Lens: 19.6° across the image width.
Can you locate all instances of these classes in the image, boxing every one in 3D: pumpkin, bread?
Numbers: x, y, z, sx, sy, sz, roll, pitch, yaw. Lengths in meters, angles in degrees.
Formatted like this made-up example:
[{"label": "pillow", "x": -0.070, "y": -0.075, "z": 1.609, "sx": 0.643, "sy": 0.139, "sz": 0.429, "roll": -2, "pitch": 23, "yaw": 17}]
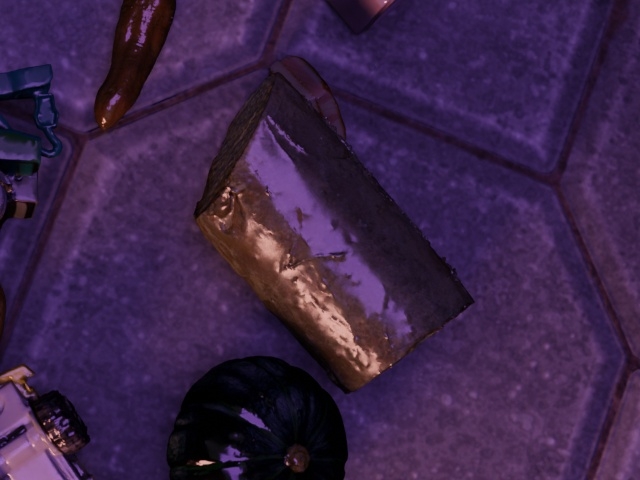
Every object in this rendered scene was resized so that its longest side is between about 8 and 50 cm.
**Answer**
[{"label": "pumpkin", "x": -0.057, "y": 0.207, "z": 1.779, "sx": 0.194, "sy": 0.150, "sz": 0.194, "roll": -2, "pitch": 96, "yaw": -18}, {"label": "bread", "x": -0.011, "y": -0.140, "z": 1.861, "sx": 0.043, "sy": 0.062, "sz": 0.109, "roll": -30, "pitch": 89, "yaw": -12}]

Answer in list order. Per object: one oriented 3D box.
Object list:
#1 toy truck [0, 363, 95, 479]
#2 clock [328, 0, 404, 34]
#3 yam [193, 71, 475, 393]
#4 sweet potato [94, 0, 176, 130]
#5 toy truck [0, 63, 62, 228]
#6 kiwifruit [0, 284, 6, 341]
[{"label": "toy truck", "x": -0.241, "y": 0.254, "z": 1.755, "sx": 0.136, "sy": 0.111, "sz": 0.286, "roll": -33, "pitch": 95, "yaw": -2}, {"label": "clock", "x": 0.103, "y": -0.297, "z": 1.851, "sx": 0.197, "sy": 0.150, "sz": 0.063, "roll": -39, "pitch": 91, "yaw": -12}, {"label": "yam", "x": 0.000, "y": 0.000, "z": 1.802, "sx": 0.168, "sy": 0.168, "sz": 0.304, "roll": -43, "pitch": 96, "yaw": -12}, {"label": "sweet potato", "x": -0.183, "y": -0.190, "z": 1.830, "sx": 0.053, "sy": 0.054, "sz": 0.182, "roll": 26, "pitch": 77, "yaw": -43}, {"label": "toy truck", "x": -0.421, "y": -0.075, "z": 1.720, "sx": 0.363, "sy": 0.176, "sz": 0.178, "roll": -1, "pitch": 77, "yaw": -13}, {"label": "kiwifruit", "x": -0.341, "y": 0.088, "z": 1.766, "sx": 0.075, "sy": 0.075, "sz": 0.124, "roll": 15, "pitch": 78, "yaw": -11}]
